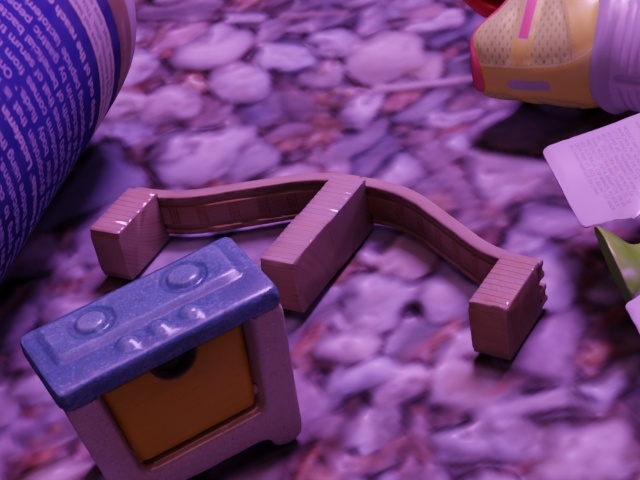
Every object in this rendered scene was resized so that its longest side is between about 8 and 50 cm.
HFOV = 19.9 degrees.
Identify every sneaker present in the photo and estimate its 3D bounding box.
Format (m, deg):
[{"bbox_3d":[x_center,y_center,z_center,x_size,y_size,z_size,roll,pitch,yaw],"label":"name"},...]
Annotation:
[{"bbox_3d":[0.105,-0.131,0.787,0.094,0.081,0.208,-5,39,16],"label":"sneaker"}]

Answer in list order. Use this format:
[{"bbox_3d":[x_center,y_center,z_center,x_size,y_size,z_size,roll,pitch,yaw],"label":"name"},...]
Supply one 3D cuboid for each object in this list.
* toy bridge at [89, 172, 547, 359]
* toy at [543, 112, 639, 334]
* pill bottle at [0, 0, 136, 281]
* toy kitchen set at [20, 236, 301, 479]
[{"bbox_3d":[0.000,0.000,0.700,0.188,0.026,0.063,11,42,30],"label":"toy bridge"},{"bbox_3d":[0.211,-0.024,0.635,0.237,0.056,0.137,-21,41,1],"label":"toy"},{"bbox_3d":[-0.182,-0.028,0.693,0.153,0.153,0.265,1,40,20],"label":"pill bottle"},{"bbox_3d":[-0.057,0.083,0.534,0.166,0.122,0.207,-26,39,-14],"label":"toy kitchen set"}]
